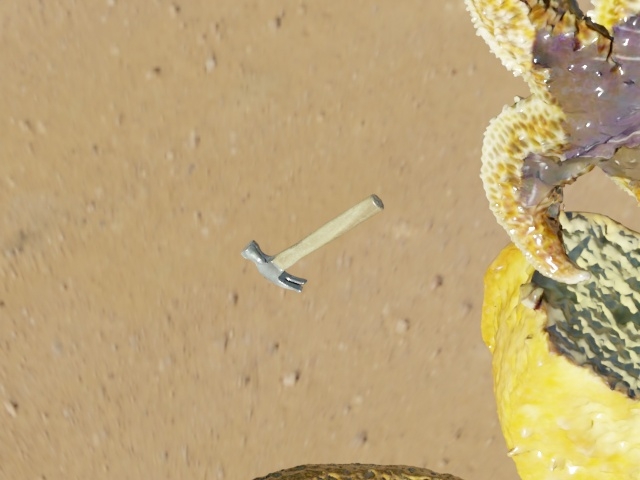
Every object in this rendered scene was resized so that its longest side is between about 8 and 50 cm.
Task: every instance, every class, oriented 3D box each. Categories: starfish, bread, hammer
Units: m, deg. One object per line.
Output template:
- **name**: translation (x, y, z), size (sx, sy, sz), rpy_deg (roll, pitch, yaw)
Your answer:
- **starfish**: translation (0.141, -0.076, 0.783), size (0.216, 0.238, 0.071), rpy_deg (-44, 45, 23)
- **bread**: translation (0.180, 0.091, 0.982), size (0.229, 0.139, 0.143), rpy_deg (28, 36, -15)
- **hammer**: translation (0.000, 0.000, 1.528), size (0.062, 0.182, 0.017), rpy_deg (45, 52, -12)

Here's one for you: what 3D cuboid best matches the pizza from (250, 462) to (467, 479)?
- **pizza**: translation (0.036, 0.250, 1.371), size (0.292, 0.058, 0.197), rpy_deg (-1, 35, -13)
